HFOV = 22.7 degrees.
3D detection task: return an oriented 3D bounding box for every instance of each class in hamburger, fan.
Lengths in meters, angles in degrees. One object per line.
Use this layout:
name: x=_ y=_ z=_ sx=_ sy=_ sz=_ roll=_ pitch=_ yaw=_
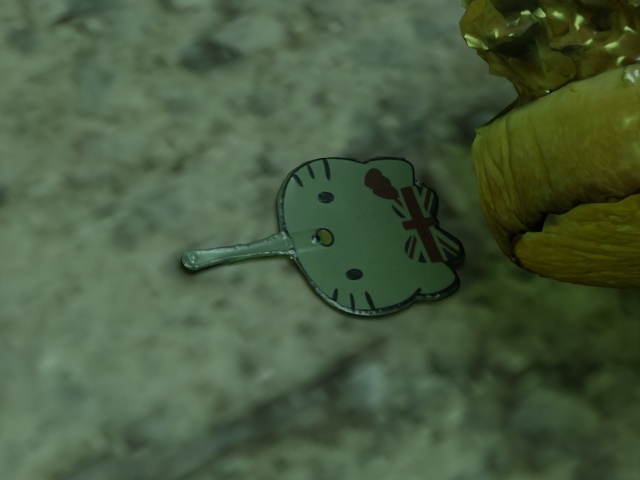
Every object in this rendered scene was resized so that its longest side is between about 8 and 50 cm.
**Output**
hamburger: x=0.119 y=-0.053 z=0.408 sx=0.191 sy=0.182 sz=0.118 roll=-1 pitch=74 yaw=-29
fan: x=0.000 y=0.000 z=0.460 sx=0.083 sy=0.004 sz=0.056 roll=-11 pitch=59 yaw=-20
